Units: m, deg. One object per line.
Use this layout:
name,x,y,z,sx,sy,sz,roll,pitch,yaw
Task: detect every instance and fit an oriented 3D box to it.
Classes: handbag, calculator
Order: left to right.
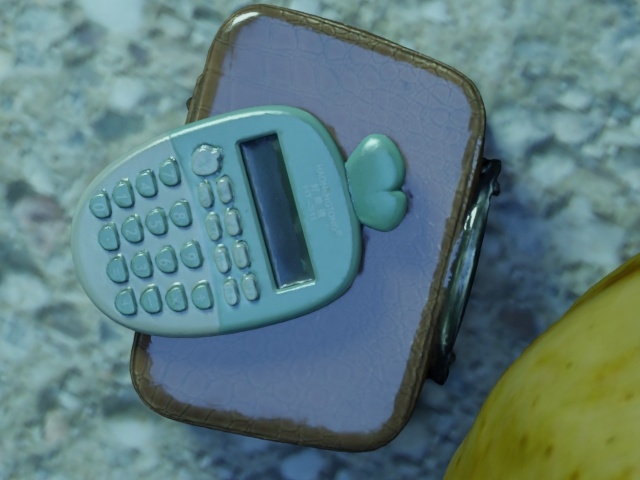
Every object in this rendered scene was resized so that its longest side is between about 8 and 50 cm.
calculator,-0.035,-0.008,0.869,0.153,0.021,0.095,-15,91,5
handbag,0.000,0.000,0.913,0.151,0.072,0.193,17,91,3

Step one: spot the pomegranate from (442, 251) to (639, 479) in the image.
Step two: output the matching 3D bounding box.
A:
pomegranate,0.242,0.142,0.732,0.410,0.410,0.410,0,91,4
